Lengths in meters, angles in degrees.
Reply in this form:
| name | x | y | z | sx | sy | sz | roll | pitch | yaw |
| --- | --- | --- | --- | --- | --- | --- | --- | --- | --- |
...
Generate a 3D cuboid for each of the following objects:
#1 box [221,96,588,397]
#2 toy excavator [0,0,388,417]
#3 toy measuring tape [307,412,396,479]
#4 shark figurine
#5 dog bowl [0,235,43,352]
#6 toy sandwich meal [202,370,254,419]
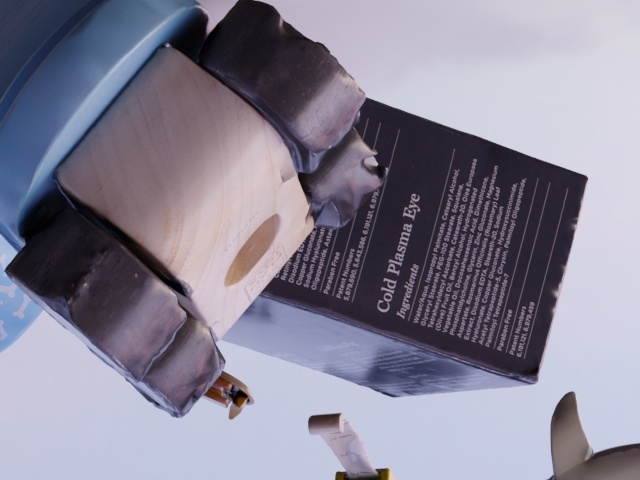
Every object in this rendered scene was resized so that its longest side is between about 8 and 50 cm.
| name | x | y | z | sx | sy | sz | roll | pitch | yaw |
| --- | --- | --- | --- | --- | --- | --- | --- | --- | --- |
| box | 0.000 | 0.000 | 1.602 | 0.312 | 0.179 | 0.343 | 18 | 169 | -15 |
| toy excavator | -0.191 | -0.097 | 1.318 | 0.222 | 0.445 | 0.433 | -50 | 167 | -8 |
| toy measuring tape | 0.047 | 0.307 | 2.119 | 0.121 | 0.121 | 0.330 | -8 | 147 | 13 |
| shark figurine | 0.272 | 0.201 | 1.560 | 0.278 | 0.166 | 0.116 | -2 | 177 | -1 |
| dog bowl | -0.221 | -0.038 | 1.498 | 0.297 | 0.074 | 0.166 | -59 | -156 | -13 |
| toy sandwich meal | -0.096 | 0.134 | 1.708 | 0.085 | 0.085 | 0.029 | 2 | -119 | 52 |
